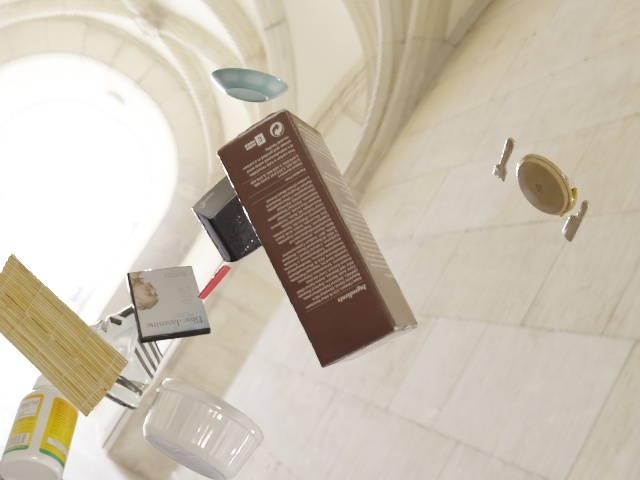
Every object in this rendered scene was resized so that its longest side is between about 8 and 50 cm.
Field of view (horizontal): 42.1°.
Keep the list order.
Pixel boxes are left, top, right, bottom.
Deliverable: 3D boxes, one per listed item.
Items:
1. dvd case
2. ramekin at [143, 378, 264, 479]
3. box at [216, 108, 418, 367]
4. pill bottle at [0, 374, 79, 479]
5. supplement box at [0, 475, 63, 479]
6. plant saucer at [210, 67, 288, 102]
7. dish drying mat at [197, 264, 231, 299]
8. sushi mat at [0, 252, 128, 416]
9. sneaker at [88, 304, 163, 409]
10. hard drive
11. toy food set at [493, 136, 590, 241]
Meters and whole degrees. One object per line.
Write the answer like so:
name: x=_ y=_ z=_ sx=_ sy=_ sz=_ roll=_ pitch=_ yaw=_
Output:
dvd case: x=-0.401 y=0.163 z=2.181 sx=0.253 sy=0.180 sz=0.022 roll=-116 pitch=-153 yaw=-45
ramekin: x=-0.272 y=0.435 z=1.869 sx=0.273 sy=0.127 sz=0.273 roll=22 pitch=-26 yaw=12
box: x=0.000 y=0.000 z=1.325 sx=0.381 sy=0.143 sz=0.191 roll=62 pitch=12 yaw=12
pill bottle: x=-0.534 y=0.362 z=1.604 sx=0.118 sy=0.208 sz=0.117 roll=0 pitch=-47 yaw=0
supplement box: x=-0.684 y=0.575 z=1.891 sx=0.073 sy=0.130 sz=0.239 roll=-9 pitch=16 yaw=15
plant saucer: x=-0.177 y=-0.373 z=2.046 sx=0.195 sy=0.037 sz=0.195 roll=8 pitch=-8 yaw=1
dish drying mat: x=-0.210 y=0.082 z=1.647 sx=0.008 sy=0.083 sz=0.032 roll=39 pitch=-1 yaw=23
sushi mat: x=-0.514 y=0.181 z=1.583 sx=0.316 sy=0.151 sz=0.019 roll=42 pitch=15 yaw=6
sneaker: x=-0.649 y=0.261 z=2.342 sx=0.448 sy=0.257 sz=0.169 roll=34 pitch=-19 yaw=-13
hard drive: x=-0.114 y=-0.081 z=1.636 sx=0.054 sy=0.255 sz=0.172 roll=32 pitch=-24 yaw=45
toy food set: x=0.394 y=-0.099 z=1.455 sx=0.192 sy=0.038 sz=0.132 roll=46 pitch=-23 yaw=22
